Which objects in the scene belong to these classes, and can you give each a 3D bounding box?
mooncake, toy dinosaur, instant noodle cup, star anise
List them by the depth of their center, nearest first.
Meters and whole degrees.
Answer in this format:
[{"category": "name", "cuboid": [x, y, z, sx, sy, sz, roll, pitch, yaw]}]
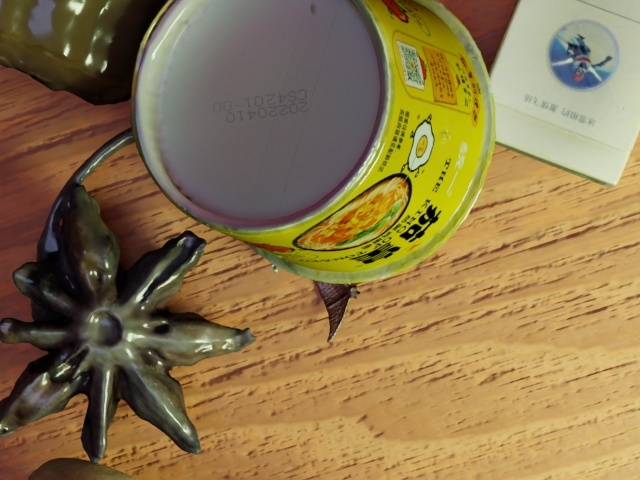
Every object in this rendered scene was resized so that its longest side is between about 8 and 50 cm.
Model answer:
[{"category": "instant noodle cup", "cuboid": [-0.016, -0.121, 1.155, 0.325, 0.254, 0.326, -1, 87, 20]}, {"category": "mooncake", "cuboid": [-0.278, -0.263, 1.177, 0.324, 0.324, 0.187, 25, 98, 4]}, {"category": "star anise", "cuboid": [-0.209, 0.081, 1.294, 0.359, 0.139, 0.316, -38, 97, -9]}, {"category": "toy dinosaur", "cuboid": [0.000, 0.000, 1.305, 0.108, 0.032, 0.220, -4, 91, 9]}]

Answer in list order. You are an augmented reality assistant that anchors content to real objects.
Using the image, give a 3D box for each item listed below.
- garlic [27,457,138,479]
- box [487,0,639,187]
[{"category": "garlic", "cuboid": [-0.218, 0.315, 1.267, 0.245, 0.164, 0.145, 37, 80, 10]}, {"category": "box", "cuboid": [0.272, -0.202, 1.247, 0.164, 0.069, 0.257, 22, 94, 5]}]
